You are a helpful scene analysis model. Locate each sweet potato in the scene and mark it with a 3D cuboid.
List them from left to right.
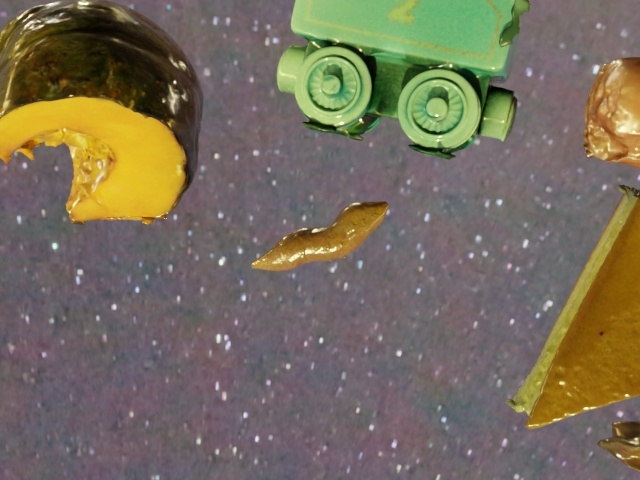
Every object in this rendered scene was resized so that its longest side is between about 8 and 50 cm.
[{"bbox_3d":[0.002,0.003,1.438,0.218,0.051,0.065,-25,-109,9],"label":"sweet potato"}]

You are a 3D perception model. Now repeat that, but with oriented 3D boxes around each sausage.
[{"bbox_3d":[0.280,-0.071,0.634,0.304,0.078,0.078,2,-135,-36],"label":"sausage"}]

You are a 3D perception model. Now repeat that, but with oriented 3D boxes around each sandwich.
[{"bbox_3d":[0.271,0.075,0.891,0.128,0.122,0.235,28,-87,13],"label":"sandwich"}]

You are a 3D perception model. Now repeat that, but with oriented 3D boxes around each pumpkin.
[{"bbox_3d":[-0.299,-0.183,1.400,0.256,0.303,0.225,-19,-123,11],"label":"pumpkin"}]

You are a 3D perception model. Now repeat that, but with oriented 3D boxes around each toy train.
[{"bbox_3d":[0.068,-0.157,0.833,0.203,0.163,0.112,13,-175,10],"label":"toy train"}]

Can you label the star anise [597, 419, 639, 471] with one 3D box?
[{"bbox_3d":[0.477,0.242,1.095,0.315,0.315,0.108,29,-157,16],"label":"star anise"}]
